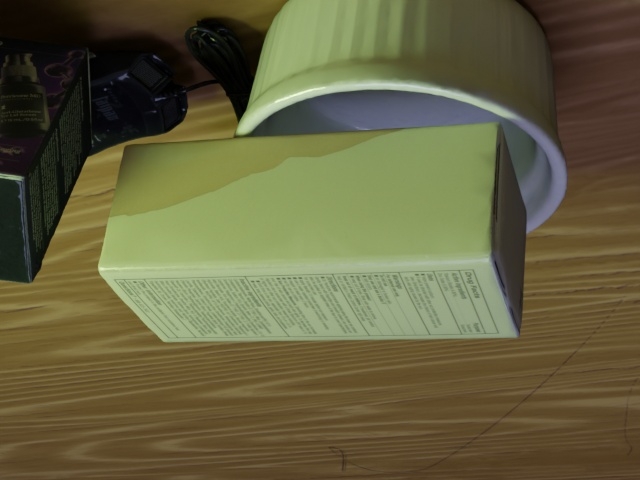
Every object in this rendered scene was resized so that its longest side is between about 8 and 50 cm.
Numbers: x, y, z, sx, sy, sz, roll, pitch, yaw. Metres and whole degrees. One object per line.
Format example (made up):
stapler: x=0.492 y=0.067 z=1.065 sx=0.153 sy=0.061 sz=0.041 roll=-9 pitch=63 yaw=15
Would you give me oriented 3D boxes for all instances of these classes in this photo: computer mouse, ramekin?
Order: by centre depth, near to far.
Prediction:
ramekin: x=0.069 y=-0.106 z=1.074 sx=0.277 sy=0.135 sz=0.277 roll=5 pitch=152 yaw=3
computer mouse: x=-0.164 y=-0.117 z=1.189 sx=0.262 sy=0.060 sz=0.184 roll=-17 pitch=138 yaw=19

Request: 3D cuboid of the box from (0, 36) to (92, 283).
box: x=-0.285 y=-0.075 z=1.044 sx=0.153 sy=0.207 sz=0.108 roll=6 pitch=128 yaw=0

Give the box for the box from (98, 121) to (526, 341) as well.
box: x=0.000 y=0.000 z=1.014 sx=0.311 sy=0.121 sz=0.148 roll=-2 pitch=151 yaw=16
